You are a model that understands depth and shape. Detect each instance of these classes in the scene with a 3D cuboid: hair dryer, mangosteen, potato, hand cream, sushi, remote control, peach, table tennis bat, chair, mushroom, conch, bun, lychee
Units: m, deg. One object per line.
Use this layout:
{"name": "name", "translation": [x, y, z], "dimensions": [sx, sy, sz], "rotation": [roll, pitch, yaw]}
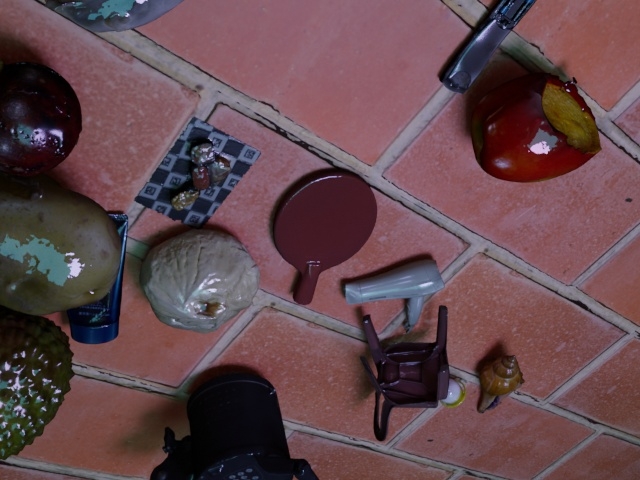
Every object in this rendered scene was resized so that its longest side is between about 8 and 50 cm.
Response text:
{"name": "hair dryer", "translation": [0.165, 0.142, 1.452], "dimensions": [0.207, 0.075, 0.237], "rotation": [-14, 140, 2]}
{"name": "mangosteen", "translation": [-0.420, -0.176, 0.910], "dimensions": [0.166, 0.166, 0.180], "rotation": [-43, 126, 19]}
{"name": "potato", "translation": [-0.468, -0.016, 0.992], "dimensions": [0.351, 0.218, 0.202], "rotation": [30, 85, -24]}
{"name": "hand cream", "translation": [-0.407, 0.066, 1.199], "dimensions": [0.120, 0.061, 0.270], "rotation": [2, 121, -13]}
{"name": "sushi", "translation": [-0.208, -0.097, 1.133], "dimensions": [0.139, 0.031, 0.201], "rotation": [25, 118, -34]}
{"name": "remote control", "translation": [0.277, -0.334, 1.094], "dimensions": [0.059, 0.028, 0.212], "rotation": [19, 121, -32]}
{"name": "peach", "translation": [0.376, -0.192, 1.140], "dimensions": [0.226, 0.189, 0.196], "rotation": [-10, 122, -2]}
{"name": "table tennis bat", "translation": [0.000, 0.000, 1.280], "dimensions": [0.201, 0.038, 0.310], "rotation": [3, 127, -20]}
{"name": "chair", "translation": [0.194, 0.309, 1.482], "dimensions": [0.183, 0.175, 0.326], "rotation": [-2, 138, 11]}
{"name": "mushroom", "translation": [-0.184, -0.361, 0.877], "dimensions": [0.352, 0.097, 0.109], "rotation": [-21, 133, -3]}
{"name": "conch", "translation": [0.448, 0.363, 1.714], "dimensions": [0.109, 0.093, 0.330], "rotation": [-26, 155, -19]}
{"name": "bun", "translation": [-0.214, 0.089, 1.219], "dimensions": [0.221, 0.134, 0.220], "rotation": [-9, 130, -10]}
{"name": "lychee", "translation": [-0.559, 0.208, 1.125], "dimensions": [0.270, 0.319, 0.270], "rotation": [-9, 151, -5]}

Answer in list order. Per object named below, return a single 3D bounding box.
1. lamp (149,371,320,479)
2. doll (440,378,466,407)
{"name": "lamp", "translation": [-0.166, 0.415, 1.424], "dimensions": [0.375, 0.272, 0.205], "rotation": [-9, 135, 17]}
{"name": "doll", "translation": [0.287, 0.365, 1.657], "dimensions": [0.207, 0.081, 0.129], "rotation": [21, 107, -35]}
